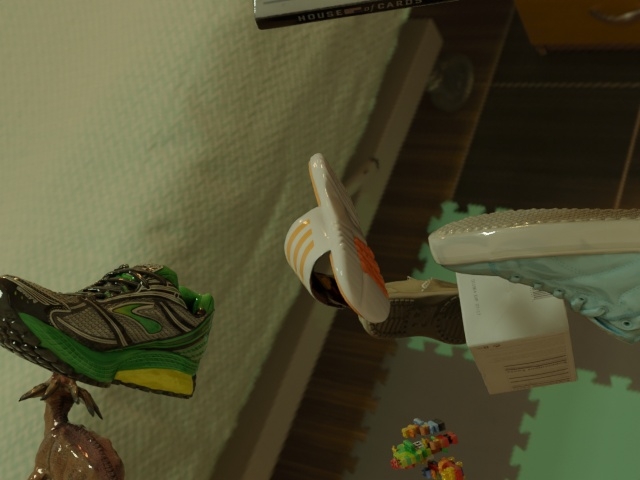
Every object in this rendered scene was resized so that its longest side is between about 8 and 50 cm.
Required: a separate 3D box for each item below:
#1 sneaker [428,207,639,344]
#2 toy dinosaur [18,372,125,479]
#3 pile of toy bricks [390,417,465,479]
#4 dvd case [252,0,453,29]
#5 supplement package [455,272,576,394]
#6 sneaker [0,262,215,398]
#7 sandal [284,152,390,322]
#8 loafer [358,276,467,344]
[{"bbox_3d":[0.301,0.043,1.033,0.365,0.135,0.150,0,98,14],"label":"sneaker"},{"bbox_3d":[-0.309,0.281,1.227,0.295,0.127,0.200,31,108,31],"label":"toy dinosaur"},{"bbox_3d":[0.185,0.408,1.817,0.105,0.118,0.212,-17,8,-17],"label":"pile of toy bricks"},{"bbox_3d":[0.020,-0.310,0.834,0.179,0.029,0.239,-8,76,5],"label":"dvd case"},{"bbox_3d":[0.281,0.115,1.347,0.133,0.244,0.139,-11,64,13],"label":"supplement package"},{"bbox_3d":[-0.244,0.082,1.063,0.134,0.343,0.146,16,85,28],"label":"sneaker"},{"bbox_3d":[0.005,0.007,0.985,0.076,0.102,0.265,-30,32,11],"label":"sandal"},{"bbox_3d":[0.168,0.103,1.520,0.092,0.268,0.102,45,121,50],"label":"loafer"}]
